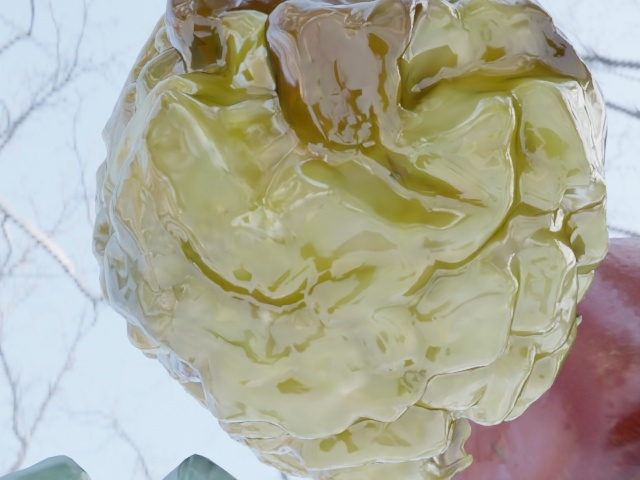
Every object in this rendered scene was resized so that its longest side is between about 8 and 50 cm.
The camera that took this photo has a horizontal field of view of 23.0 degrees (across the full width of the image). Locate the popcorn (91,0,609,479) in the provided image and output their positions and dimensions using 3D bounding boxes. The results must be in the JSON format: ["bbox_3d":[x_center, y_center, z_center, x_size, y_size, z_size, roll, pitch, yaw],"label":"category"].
[{"bbox_3d":[0.000,0.000,0.745,0.225,0.265,0.332,-25,-36,-19],"label":"popcorn"}]

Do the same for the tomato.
[{"bbox_3d":[0.247,0.162,1.172,0.290,0.293,0.325,8,-63,-36],"label":"tomato"}]

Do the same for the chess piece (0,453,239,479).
[{"bbox_3d":[-0.097,0.176,0.391,0.195,0.194,0.299,20,-45,-19],"label":"chess piece"}]
